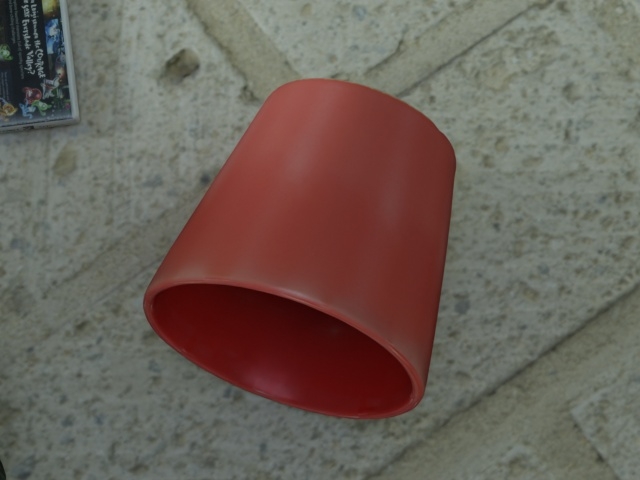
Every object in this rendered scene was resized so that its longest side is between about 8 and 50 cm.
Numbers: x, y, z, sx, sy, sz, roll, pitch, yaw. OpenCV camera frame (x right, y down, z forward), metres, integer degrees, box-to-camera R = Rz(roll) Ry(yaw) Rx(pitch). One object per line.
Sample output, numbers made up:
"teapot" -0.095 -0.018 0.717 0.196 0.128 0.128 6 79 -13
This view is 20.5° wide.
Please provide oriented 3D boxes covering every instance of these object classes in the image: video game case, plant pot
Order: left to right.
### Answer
"video game case" -0.340 -0.199 1.804 0.173 0.022 0.190 -7 74 -4
"plant pot" 0.000 0.000 1.652 0.275 0.275 0.243 18 66 3

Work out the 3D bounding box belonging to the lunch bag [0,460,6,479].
"lunch bag" -0.459 0.160 1.599 0.305 0.212 0.256 -26 82 -8
